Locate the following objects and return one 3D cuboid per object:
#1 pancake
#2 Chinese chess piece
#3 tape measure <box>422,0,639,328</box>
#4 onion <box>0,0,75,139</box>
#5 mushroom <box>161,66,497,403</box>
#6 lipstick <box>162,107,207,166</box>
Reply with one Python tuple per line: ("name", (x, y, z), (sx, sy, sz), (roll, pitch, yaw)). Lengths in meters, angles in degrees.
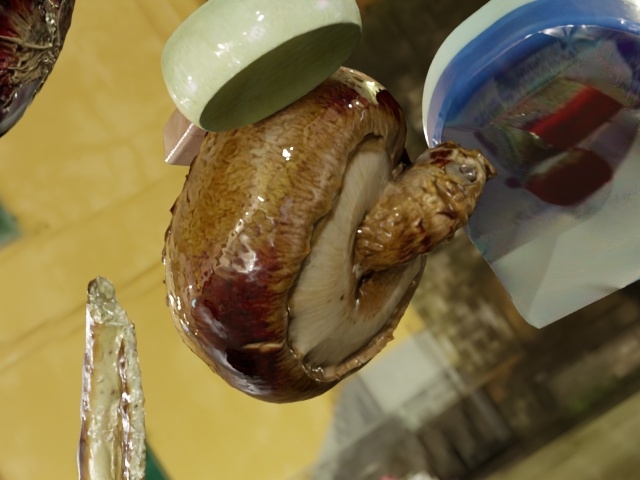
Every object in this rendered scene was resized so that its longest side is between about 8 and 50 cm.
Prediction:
("pancake", (-0.231, 0.196, 2.032), (0.056, 0.257, 0.212), (-1, -26, -16))
("Chinese chess piece", (-0.041, -0.134, 1.285), (0.144, 0.058, 0.144), (-29, -13, -7))
("tape measure", (0.220, -0.099, 1.665), (0.259, 0.262, 0.138), (-37, 19, 17))
("onion", (-0.327, -0.197, 1.472), (0.273, 0.285, 0.273), (19, -90, -74))
("mushroom", (-0.005, -0.011, 1.464), (0.278, 0.163, 0.297), (-35, -35, -19))
("lipstick", (-0.100, -0.114, 1.681), (0.045, 0.045, 0.145), (2, -23, -22))
